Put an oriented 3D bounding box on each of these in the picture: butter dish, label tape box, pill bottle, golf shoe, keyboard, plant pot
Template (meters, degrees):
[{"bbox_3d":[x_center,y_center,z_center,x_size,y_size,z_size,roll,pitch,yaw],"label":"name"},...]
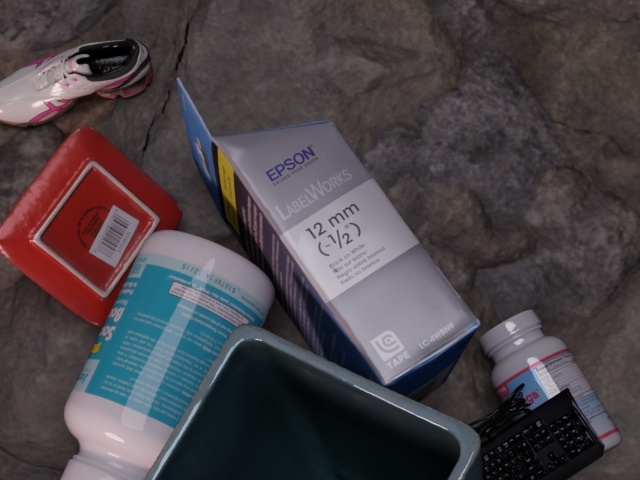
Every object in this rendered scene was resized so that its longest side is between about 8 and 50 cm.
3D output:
[{"bbox_3d":[-0.255,-0.016,1.345,0.160,0.118,0.160,43,69,-30],"label":"butter dish"},{"bbox_3d":[0.000,0.000,1.270,0.115,0.249,0.348,-31,75,-10],"label":"label tape box"},{"bbox_3d":[0.227,0.154,1.311,0.087,0.087,0.160,-27,74,-10],"label":"pill bottle"},{"bbox_3d":[-0.157,0.133,1.277,0.146,0.146,0.264,22,72,6],"label":"pill bottle"},{"bbox_3d":[-0.277,-0.181,1.409,0.186,0.086,0.067,-19,75,-6],"label":"golf shoe"},{"bbox_3d":[0.174,0.215,1.268,0.192,0.038,0.100,-38,72,21],"label":"keyboard"},{"bbox_3d":[0.002,0.269,1.169,0.248,0.252,0.247,23,71,26],"label":"plant pot"}]
